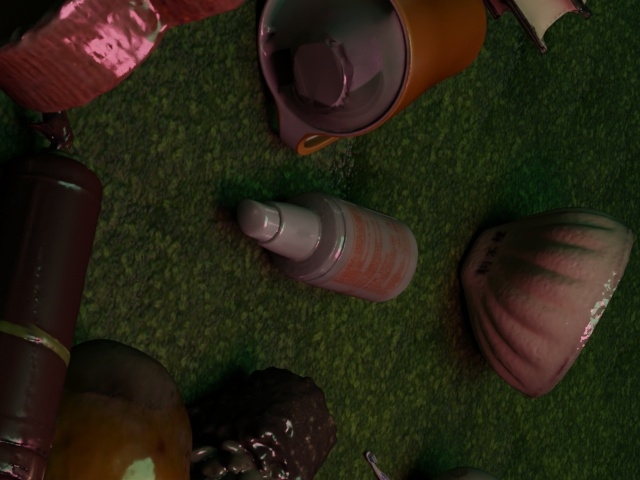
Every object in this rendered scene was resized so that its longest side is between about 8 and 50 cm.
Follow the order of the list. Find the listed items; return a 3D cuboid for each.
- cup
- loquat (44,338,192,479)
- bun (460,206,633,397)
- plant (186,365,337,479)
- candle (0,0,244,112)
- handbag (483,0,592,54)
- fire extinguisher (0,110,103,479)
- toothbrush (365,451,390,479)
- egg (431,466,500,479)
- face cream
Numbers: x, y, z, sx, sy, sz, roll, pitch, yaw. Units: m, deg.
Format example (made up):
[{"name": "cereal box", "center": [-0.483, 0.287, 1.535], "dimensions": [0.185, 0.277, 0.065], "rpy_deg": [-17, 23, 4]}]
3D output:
[{"name": "cup", "center": [0.056, -0.201, 1.631], "dimensions": [0.264, 0.182, 0.226], "rpy_deg": [-25, 150, -55]}, {"name": "loquat", "center": [-0.201, 0.201, 1.347], "dimensions": [0.179, 0.179, 0.227], "rpy_deg": [19, 70, -53]}, {"name": "bun", "center": [0.268, 0.055, 1.952], "dimensions": [0.263, 0.175, 0.263], "rpy_deg": [-62, 180, -1]}, {"name": "plant", "center": [-0.076, 0.221, 1.558], "dimensions": [0.194, 0.129, 0.132], "rpy_deg": [-43, 127, -43]}, {"name": "candle", "center": [-0.170, -0.261, 1.256], "dimensions": [0.317, 0.287, 0.131], "rpy_deg": [-33, 141, 9]}, {"name": "handbag", "center": [0.174, -0.396, 1.679], "dimensions": [0.160, 0.237, 0.358], "rpy_deg": [-37, 140, 10]}, {"name": "fire extinguisher", "center": [-0.252, 0.033, 1.270], "dimensions": [0.141, 0.105, 0.341], "rpy_deg": [85, 11, -67]}, {"name": "toothbrush", "center": [0.081, 0.300, 1.873], "dimensions": [0.011, 0.013, 0.131], "rpy_deg": [-52, 137, -25]}, {"name": "egg", "center": [0.183, 0.396, 1.898], "dimensions": [0.168, 0.168, 0.231], "rpy_deg": [-15, 107, -50]}, {"name": "face cream", "center": [0.000, 0.000, 1.630], "dimensions": [0.251, 0.101, 0.101], "rpy_deg": [17, 84, -53]}]
